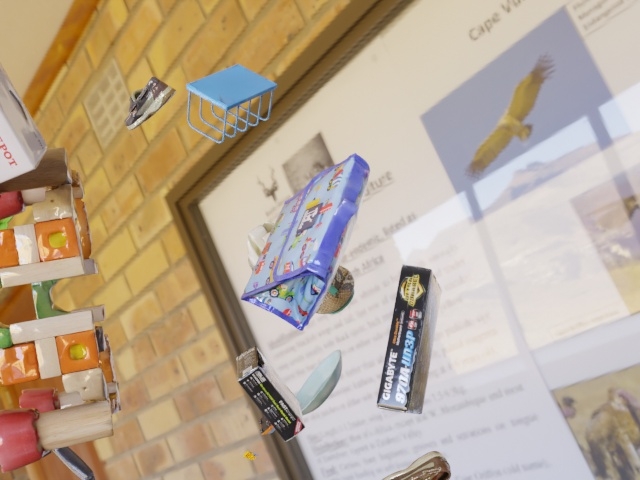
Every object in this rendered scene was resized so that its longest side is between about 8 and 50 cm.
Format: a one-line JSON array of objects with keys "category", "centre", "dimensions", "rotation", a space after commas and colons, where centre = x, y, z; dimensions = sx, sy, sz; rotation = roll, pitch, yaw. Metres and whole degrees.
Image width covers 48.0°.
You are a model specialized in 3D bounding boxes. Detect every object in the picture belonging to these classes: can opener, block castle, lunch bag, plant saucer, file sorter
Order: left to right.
[{"category": "block castle", "centre": [-0.450, 0.096, 1.097], "dimensions": [0.213, 0.453, 0.303], "rotation": [-10, 0, -14]}, {"category": "can opener", "centre": [-0.562, 0.468, 1.569], "dimensions": [0.073, 0.186, 0.059], "rotation": [-50, -15, -27]}, {"category": "file sorter", "centre": [-0.201, -0.305, 1.609], "dimensions": [0.170, 0.118, 0.104], "rotation": [-36, -32, -44]}, {"category": "lunch bag", "centre": [0.000, 0.000, 1.216], "dimensions": [0.221, 0.138, 0.293], "rotation": [-67, 11, -26]}, {"category": "plant saucer", "centre": [0.000, 0.343, 1.683], "dimensions": [0.195, 0.037, 0.195], "rotation": [-51, 6, 7]}]

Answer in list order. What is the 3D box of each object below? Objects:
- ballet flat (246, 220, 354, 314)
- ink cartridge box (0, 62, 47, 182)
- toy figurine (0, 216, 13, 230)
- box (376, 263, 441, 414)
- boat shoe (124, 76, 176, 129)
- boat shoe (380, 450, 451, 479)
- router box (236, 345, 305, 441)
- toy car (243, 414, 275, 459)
[{"category": "ballet flat", "centre": [-0.084, 0.040, 1.746], "dimensions": [0.164, 0.182, 0.483], "rotation": [-49, 27, -8]}, {"category": "ink cartridge box", "centre": [-0.453, -0.122, 0.860], "dimensions": [0.191, 0.139, 0.082], "rotation": [-21, 27, 3]}, {"category": "toy figurine", "centre": [-0.815, -0.067, 1.659], "dimensions": [0.130, 0.159, 0.173], "rotation": [-7, 42, 32]}, {"category": "box", "centre": [0.146, 0.163, 1.143], "dimensions": [0.051, 0.220, 0.175], "rotation": [8, -11, 17]}, {"category": "boat shoe", "centre": [-0.292, -0.231, 1.198], "dimensions": [0.152, 0.049, 0.056], "rotation": [-23, 24, 48]}, {"category": "boat shoe", "centre": [0.220, 0.639, 1.829], "dimensions": [0.257, 0.095, 0.095], "rotation": [-39, 20, 0]}, {"category": "router box", "centre": [-0.074, 0.224, 1.059], "dimensions": [0.038, 0.122, 0.092], "rotation": [-35, 14, 0]}, {"category": "toy car", "centre": [-0.157, 0.515, 1.882], "dimensions": [0.122, 0.040, 0.060], "rotation": [-54, 28, 2]}]
